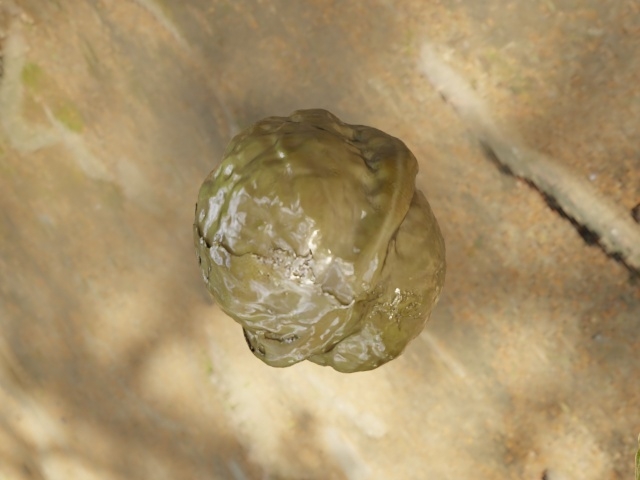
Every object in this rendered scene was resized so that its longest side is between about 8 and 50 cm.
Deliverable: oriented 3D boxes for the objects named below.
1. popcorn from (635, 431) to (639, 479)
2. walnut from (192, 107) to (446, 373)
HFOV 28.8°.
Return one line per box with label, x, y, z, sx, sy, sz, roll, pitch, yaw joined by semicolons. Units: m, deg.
popcorn;0.279;0.131;0.669;0.200;0.226;0.203;-20;101;21
walnut;0.000;0.000;0.965;0.245;0.198;0.198;-113;3;-65
